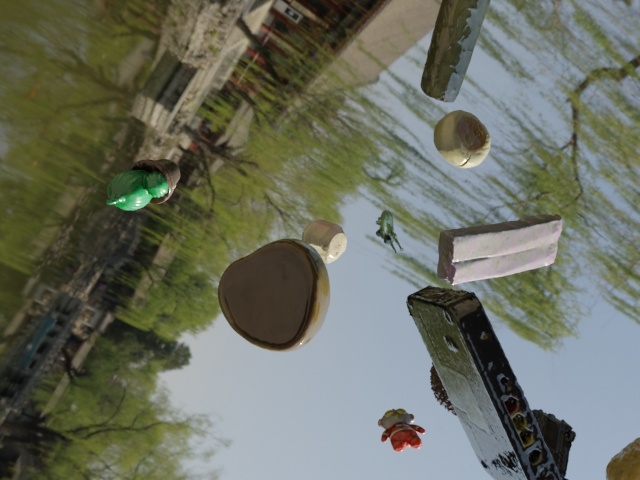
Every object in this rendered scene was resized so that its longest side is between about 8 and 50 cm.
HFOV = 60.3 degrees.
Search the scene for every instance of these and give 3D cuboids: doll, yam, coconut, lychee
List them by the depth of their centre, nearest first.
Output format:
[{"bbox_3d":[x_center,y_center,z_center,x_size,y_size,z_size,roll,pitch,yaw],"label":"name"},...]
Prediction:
[{"bbox_3d":[0.229,-0.394,0.821,0.083,0.083,0.371,-94,-165,-62],"label":"yam"},{"bbox_3d":[0.343,0.313,1.266,0.188,0.188,0.188,-51,-161,25],"label":"lychee"},{"bbox_3d":[0.000,0.000,1.435,0.124,0.110,0.110,15,-107,40],"label":"coconut"},{"bbox_3d":[0.256,0.602,1.777,0.245,0.142,0.076,-109,-169,-79],"label":"doll"}]

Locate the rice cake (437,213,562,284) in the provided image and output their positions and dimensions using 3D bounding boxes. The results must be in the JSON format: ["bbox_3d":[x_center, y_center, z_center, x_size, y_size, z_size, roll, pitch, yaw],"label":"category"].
[{"bbox_3d":[0.348,0.015,1.060,0.050,0.298,0.106,33,-54,55],"label":"rice cake"}]

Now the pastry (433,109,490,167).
[{"bbox_3d":[0.360,-0.255,1.412,0.092,0.156,0.156,-38,-153,57],"label":"pastry"}]

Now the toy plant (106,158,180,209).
[{"bbox_3d":[-0.391,-0.122,1.233,0.143,0.105,0.200,-3,-153,22],"label":"toy plant"}]

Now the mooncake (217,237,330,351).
[{"bbox_3d":[-0.085,0.120,1.157,0.234,0.235,0.117,-57,168,10],"label":"mooncake"}]

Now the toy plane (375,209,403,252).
[{"bbox_3d":[0.141,-0.021,1.167,0.040,0.111,0.102,-34,-132,-10],"label":"toy plane"}]

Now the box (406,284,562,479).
[{"bbox_3d":[0.254,0.241,0.870,0.058,0.350,0.211,-25,-177,-9],"label":"box"}]

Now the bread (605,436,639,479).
[{"bbox_3d":[0.636,0.428,0.961,0.244,0.245,0.134,-172,-81,-72],"label":"bread"}]

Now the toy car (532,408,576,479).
[{"bbox_3d":[0.472,0.456,1.164,0.216,0.103,0.063,-51,160,-46],"label":"toy car"}]
